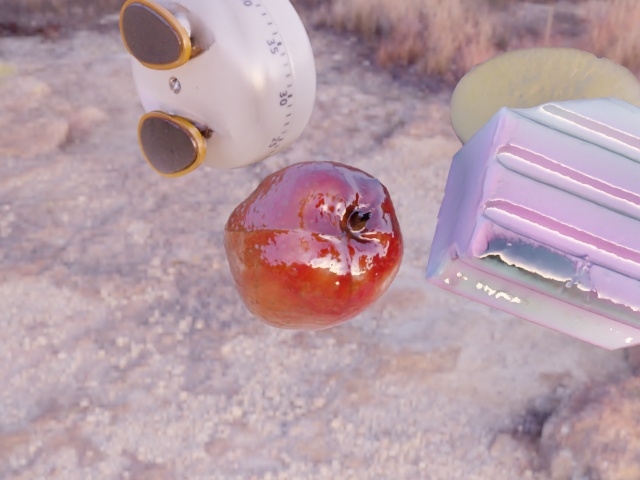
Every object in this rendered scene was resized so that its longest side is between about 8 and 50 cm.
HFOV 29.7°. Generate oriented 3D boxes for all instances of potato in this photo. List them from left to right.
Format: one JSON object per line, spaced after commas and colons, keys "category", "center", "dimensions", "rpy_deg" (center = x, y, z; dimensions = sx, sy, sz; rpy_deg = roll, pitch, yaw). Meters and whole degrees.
{"category": "potato", "center": [0.250, -0.102, 1.339], "dimensions": [0.203, 0.158, 0.178], "rpy_deg": [-8, 58, 5]}

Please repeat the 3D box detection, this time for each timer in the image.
{"category": "timer", "center": [-0.100, -0.203, 1.381], "dimensions": [0.233, 0.234, 0.240], "rpy_deg": [27, 38, 33]}

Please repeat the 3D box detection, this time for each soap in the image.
{"category": "soap", "center": [0.271, -0.006, 1.045], "dimensions": [0.323, 0.109, 0.193], "rpy_deg": [19, 68, -10]}

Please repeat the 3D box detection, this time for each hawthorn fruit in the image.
{"category": "hawthorn fruit", "center": [0.000, 0.000, 1.730], "dimensions": [0.254, 0.254, 0.300], "rpy_deg": [-11, -8, -21]}
